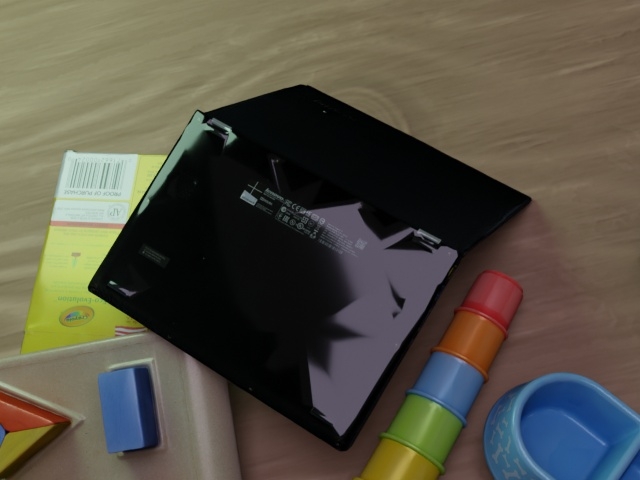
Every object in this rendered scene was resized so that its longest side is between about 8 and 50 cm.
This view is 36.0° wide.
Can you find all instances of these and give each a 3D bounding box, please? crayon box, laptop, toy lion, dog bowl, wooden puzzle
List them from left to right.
[{"bbox_3d":[-0.272,0.280,1.168,0.348,0.080,0.322,-10,81,5],"label":"wooden puzzle"},{"bbox_3d":[-0.271,0.039,1.321,0.202,0.081,0.318,3,66,9],"label":"crayon box"},{"bbox_3d":[0.000,0.000,1.259,0.382,0.236,0.408,29,84,19],"label":"laptop"},{"bbox_3d":[0.328,0.293,1.154,0.096,0.034,0.100,-17,65,-7],"label":"toy lion"},{"bbox_3d":[0.327,0.266,1.111,0.297,0.074,0.166,39,64,14],"label":"dog bowl"}]

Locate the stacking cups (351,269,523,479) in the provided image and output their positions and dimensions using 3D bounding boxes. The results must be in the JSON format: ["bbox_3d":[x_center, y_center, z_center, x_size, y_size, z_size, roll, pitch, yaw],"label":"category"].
[{"bbox_3d":[0.157,0.184,1.202,0.096,0.096,0.316,27,68,18],"label":"stacking cups"}]
